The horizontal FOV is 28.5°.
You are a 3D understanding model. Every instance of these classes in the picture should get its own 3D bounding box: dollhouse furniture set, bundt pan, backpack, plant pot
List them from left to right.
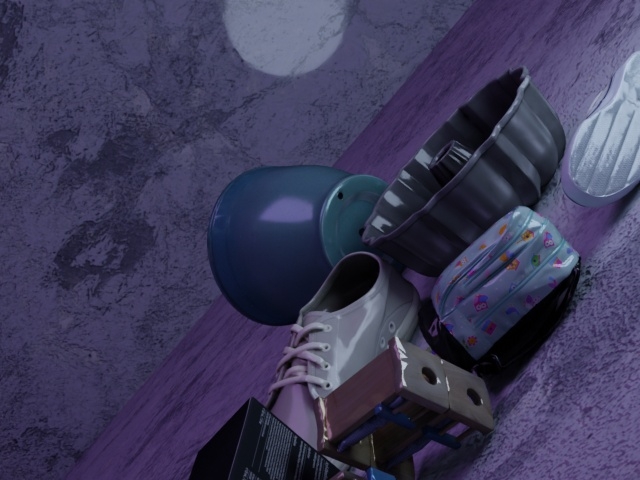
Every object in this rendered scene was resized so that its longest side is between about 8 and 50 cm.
[{"bbox_3d":[0.000,0.000,2.023,0.255,0.271,0.271,-7,40,52],"label":"plant pot"},{"bbox_3d":[0.088,0.219,1.220,0.129,0.129,0.183,-42,36,32],"label":"dollhouse furniture set"},{"bbox_3d":[0.211,-0.081,1.735,0.331,0.124,0.331,-48,9,11],"label":"bundt pan"},{"bbox_3d":[0.190,0.053,1.344,0.182,0.115,0.152,-45,8,8],"label":"backpack"}]

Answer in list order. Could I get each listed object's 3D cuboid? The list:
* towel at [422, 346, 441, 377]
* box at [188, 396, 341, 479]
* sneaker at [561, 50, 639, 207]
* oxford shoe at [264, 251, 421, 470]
[{"bbox_3d":[0.129,0.153,1.530,0.060,0.009,0.083,-47,9,13],"label":"towel"},{"bbox_3d":[-0.046,0.298,1.234,0.103,0.184,0.261,-48,9,18],"label":"box"},{"bbox_3d":[0.340,-0.112,1.456,0.258,0.094,0.091,-51,-9,-38],"label":"sneaker"},{"bbox_3d":[-0.004,0.178,1.606,0.169,0.130,0.449,-14,32,39],"label":"oxford shoe"}]
